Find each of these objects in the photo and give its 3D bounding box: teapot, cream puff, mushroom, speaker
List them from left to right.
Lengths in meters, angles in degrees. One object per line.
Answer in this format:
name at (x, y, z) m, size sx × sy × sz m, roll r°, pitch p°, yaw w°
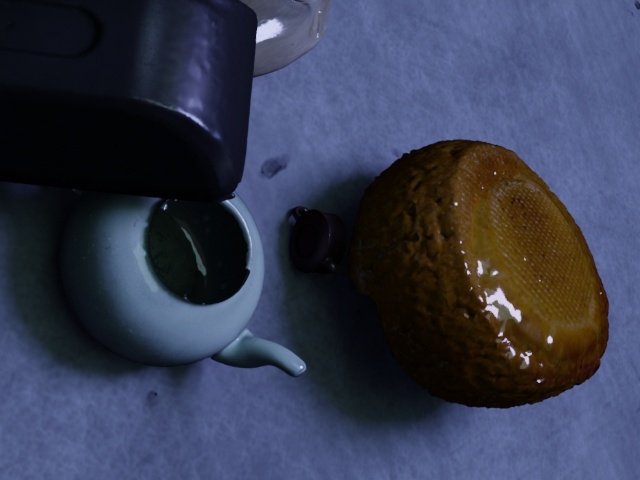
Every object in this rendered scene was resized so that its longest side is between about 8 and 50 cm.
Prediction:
speaker at (-0.245, -0.152, 0.804) m, size 0.388 × 0.184 × 0.180 m, roll 5°, pitch 73°, yaw -4°
teapot at (-0.137, 0.017, 0.950) m, size 0.294 × 0.129 × 0.193 m, roll 54°, pitch 52°, yaw -14°
mushroom at (-0.072, -0.223, 1.084) m, size 0.247 × 0.096 × 0.108 m, roll -37°, pitch 111°, yaw -36°
teapot at (0.000, 0.000, 1.102) m, size 0.045 × 0.068 × 0.100 m, roll 10°, pitch 39°, yaw -39°
cream puff at (0.156, 0.041, 1.121) m, size 0.303 × 0.212 × 0.303 m, roll 22°, pitch 54°, yaw -33°
